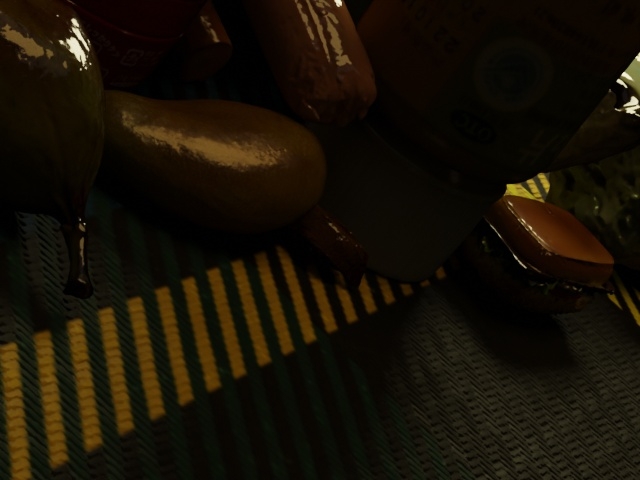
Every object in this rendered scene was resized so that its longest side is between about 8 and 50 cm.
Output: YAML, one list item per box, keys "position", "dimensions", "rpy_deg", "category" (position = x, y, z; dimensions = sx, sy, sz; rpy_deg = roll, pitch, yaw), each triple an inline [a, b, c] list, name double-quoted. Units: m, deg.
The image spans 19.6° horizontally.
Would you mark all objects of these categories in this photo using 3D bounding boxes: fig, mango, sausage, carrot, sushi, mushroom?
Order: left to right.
- position: [-0.222, -0.079, 1.380]
  dimensions: [0.170, 0.145, 0.274]
  rpy_deg: [-3, 60, -54]
  category: "fig"
- position: [-0.153, -0.241, 1.809]
  dimensions: [0.087, 0.087, 0.193]
  rpy_deg: [1, 41, -53]
  category: "carrot"
- position: [-0.098, -0.069, 1.564]
  dimensions: [0.227, 0.099, 0.136]
  rpy_deg: [14, 37, -29]
  category: "mango"
- position: [-0.031, -0.227, 1.650]
  dimensions: [0.086, 0.086, 0.289]
  rpy_deg: [6, 56, -50]
  category: "sausage"
- position: [0.000, 0.000, 1.635]
  dimensions: [0.099, 0.047, 0.050]
  rpy_deg: [44, 6, 13]
  category: "sushi"
- position: [0.237, -0.137, 1.969]
  dimensions: [0.217, 0.212, 0.292]
  rpy_deg: [26, 11, -4]
  category: "mushroom"

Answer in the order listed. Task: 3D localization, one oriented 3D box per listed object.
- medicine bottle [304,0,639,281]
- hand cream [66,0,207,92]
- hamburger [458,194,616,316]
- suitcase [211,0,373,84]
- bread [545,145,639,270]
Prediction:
- position: [0.140, -0.160, 1.695]
  dimensions: [0.224, 0.384, 0.224]
  rpy_deg: [31, 25, -16]
  category: "medicine bottle"
- position: [-0.212, -0.249, 1.666]
  dimensions: [0.230, 0.149, 0.230]
  rpy_deg: [33, 22, -15]
  category: "hand cream"
- position: [0.210, 0.016, 1.845]
  dimensions: [0.166, 0.087, 0.137]
  rpy_deg: [13, 33, -46]
  category: "hamburger"
- position: [0.055, -0.334, 1.921]
  dimensions: [0.434, 0.194, 0.283]
  rpy_deg: [-33, 113, -43]
  category: "suitcase"
- position: [0.396, -0.064, 2.123]
  dimensions: [0.252, 0.196, 0.238]
  rpy_deg: [20, 25, -40]
  category: "bread"
